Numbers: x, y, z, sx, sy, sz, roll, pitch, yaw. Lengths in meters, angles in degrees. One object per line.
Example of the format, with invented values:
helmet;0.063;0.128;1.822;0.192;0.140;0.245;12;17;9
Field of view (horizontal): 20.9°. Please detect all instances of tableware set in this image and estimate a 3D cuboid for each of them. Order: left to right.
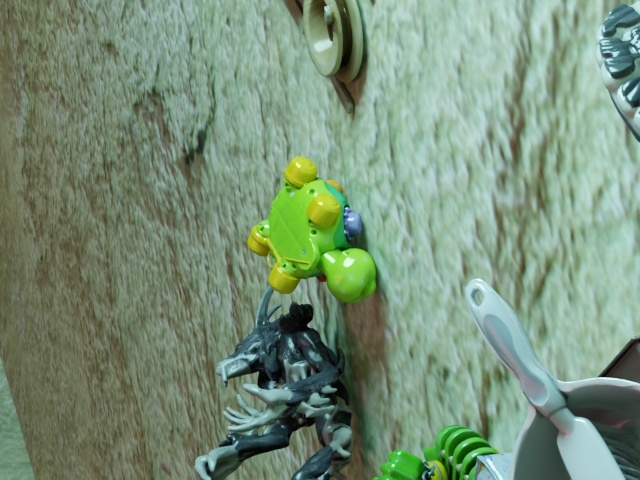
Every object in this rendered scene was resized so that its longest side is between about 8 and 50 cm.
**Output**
tableware set;-0.016;-0.203;1.390;0.128;0.039;0.194;100;153;-43

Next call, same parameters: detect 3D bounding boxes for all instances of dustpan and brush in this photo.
dustpan and brush;0.138;0.107;0.913;0.147;0.060;0.211;-44;54;25

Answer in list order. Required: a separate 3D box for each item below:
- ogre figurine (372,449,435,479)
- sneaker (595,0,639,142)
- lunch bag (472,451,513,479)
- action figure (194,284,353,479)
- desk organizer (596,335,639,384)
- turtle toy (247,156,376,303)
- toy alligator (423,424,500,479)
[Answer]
ogre figurine;0.030;0.219;1.163;0.118;0.096;0.197;-36;-50;-73
sneaker;0.202;-0.011;0.784;0.110;0.107;0.275;89;162;-50
lunch bag;0.142;0.167;1.076;0.083;0.071;0.053;-121;32;-51
action figure;-0.030;0.161;1.460;0.164;0.140;0.276;104;147;-52
desk organizer;0.180;0.098;0.972;0.130;0.047;0.050;115;138;-59
turtle toy;0.000;0.000;1.401;0.095;0.066;0.130;-59;41;27
toy alligator;0.116;0.170;1.172;0.190;0.056;0.051;-135;39;-59
